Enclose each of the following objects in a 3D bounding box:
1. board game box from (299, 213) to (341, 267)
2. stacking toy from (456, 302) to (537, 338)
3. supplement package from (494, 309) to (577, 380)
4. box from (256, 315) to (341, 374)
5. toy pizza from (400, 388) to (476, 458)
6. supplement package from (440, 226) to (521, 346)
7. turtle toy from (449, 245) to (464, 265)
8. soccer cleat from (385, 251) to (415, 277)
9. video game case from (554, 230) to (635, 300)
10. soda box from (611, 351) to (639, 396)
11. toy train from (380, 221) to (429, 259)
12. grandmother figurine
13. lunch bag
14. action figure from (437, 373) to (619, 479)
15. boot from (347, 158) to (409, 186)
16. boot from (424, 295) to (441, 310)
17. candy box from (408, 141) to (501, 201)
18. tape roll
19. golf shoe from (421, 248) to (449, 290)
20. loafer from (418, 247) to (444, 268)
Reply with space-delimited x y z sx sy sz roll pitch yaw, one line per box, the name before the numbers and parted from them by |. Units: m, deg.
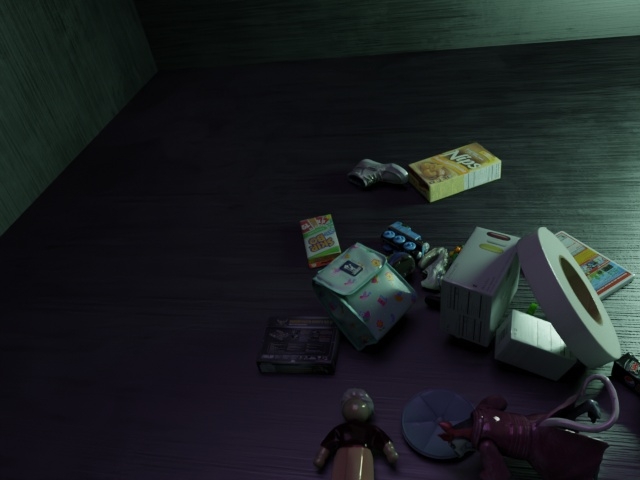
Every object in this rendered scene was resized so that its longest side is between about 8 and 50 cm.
board game box | 0.000 0.000 2.121 0.124 0.039 0.259 -13 41 -1
stacking toy | 0.519 0.238 1.690 0.167 0.052 0.221 20 47 31
supplement package | 0.572 0.279 1.528 0.179 0.105 0.105 20 45 2
box | -0.062 0.313 1.731 0.230 0.056 0.183 -1 39 12
toy pizza | 0.306 0.470 1.467 0.201 0.032 0.201 -7 40 6
supplement package | 0.460 0.126 1.634 0.145 0.204 0.262 17 44 29
turtle toy | 0.478 0.067 1.887 0.095 0.066 0.130 -4 53 7
soccer cleat | 0.179 0.127 1.897 0.289 0.093 0.121 -27 11 -12
video game case | 0.805 0.085 1.821 0.204 0.025 0.285 -26 40 -18
soda box | 0.825 0.363 1.446 0.053 0.060 0.169 -26 41 -17
toy train | 0.297 0.006 2.005 0.105 0.080 0.184 -29 41 -29
grandmother figurine | 0.087 0.519 1.411 0.207 0.104 0.342 2 43 3
lunch bag | 0.124 0.154 1.716 0.223 0.160 0.262 -39 88 -32
action figure | 0.450 0.449 1.287 0.370 0.276 0.248 6 46 0
boot | 0.229 -0.255 2.343 0.258 0.095 0.123 19 53 44
boot | 0.398 0.176 1.795 0.121 0.045 0.099 18 49 22
candy box | 0.531 -0.275 2.280 0.316 0.088 0.183 -20 39 -10
tape roll | 0.658 0.145 1.520 0.072 0.392 0.392 -34 29 29
golf shoe | 0.379 0.091 1.891 0.086 0.069 0.176 0 38 24
loafer | 0.373 0.060 1.952 0.125 0.045 0.039 -29 24 -30
